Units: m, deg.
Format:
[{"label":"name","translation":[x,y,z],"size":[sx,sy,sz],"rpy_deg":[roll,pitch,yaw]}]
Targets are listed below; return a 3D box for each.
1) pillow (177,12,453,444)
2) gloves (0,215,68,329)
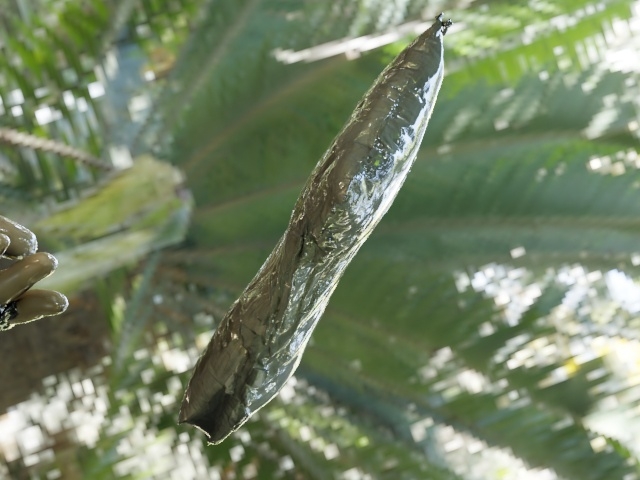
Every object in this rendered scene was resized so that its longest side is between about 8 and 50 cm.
[{"label":"pillow","translation":[0.000,0.000,0.888],"size":[0.050,0.148,0.229],"rpy_deg":[29,-43,-3]},{"label":"gloves","translation":[-0.280,0.017,1.203],"size":[0.203,0.164,0.124],"rpy_deg":[29,-58,7]}]
